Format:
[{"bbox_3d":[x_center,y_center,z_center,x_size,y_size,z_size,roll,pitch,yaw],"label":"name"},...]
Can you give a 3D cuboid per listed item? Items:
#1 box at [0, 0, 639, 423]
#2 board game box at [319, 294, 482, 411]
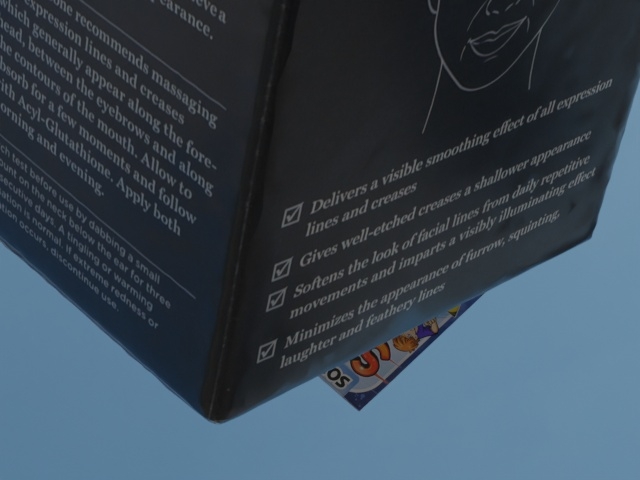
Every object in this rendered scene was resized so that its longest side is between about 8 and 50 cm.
[{"bbox_3d":[0.014,-0.160,0.934,0.293,0.212,0.395,-23,-41,-39],"label":"box"},{"bbox_3d":[0.000,0.000,1.258,0.201,0.035,0.136,41,-75,-15],"label":"board game box"}]
